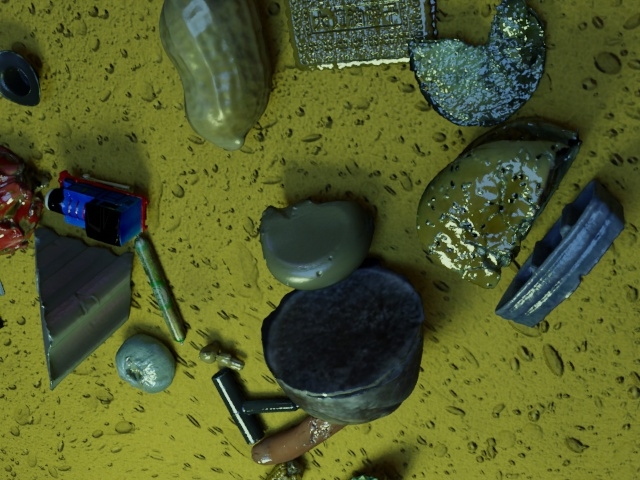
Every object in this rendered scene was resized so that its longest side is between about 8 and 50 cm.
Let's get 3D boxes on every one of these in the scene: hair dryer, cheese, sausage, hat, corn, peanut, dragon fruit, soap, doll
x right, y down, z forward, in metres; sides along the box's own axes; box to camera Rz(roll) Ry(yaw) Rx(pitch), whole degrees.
[{"bbox_3d":[-0.115,0.332,1.795,0.195,0.050,0.173,-22,105,26],"label":"hair dryer"},{"bbox_3d":[0.000,0.000,1.526,0.203,0.091,0.175,-15,70,11],"label":"cheese"},{"bbox_3d":[-0.334,0.104,1.782,0.033,0.033,0.269,-9,111,27],"label":"sausage"},{"bbox_3d":[-0.587,-0.321,1.673,0.121,0.050,0.121,10,123,15],"label":"hat"},{"bbox_3d":[-0.099,0.550,1.877,0.068,0.068,0.207,36,123,4],"label":"corn"},{"bbox_3d":[-0.033,0.402,1.773,0.078,0.078,0.304,49,124,-5],"label":"sausage"},{"bbox_3d":[-0.173,-0.308,1.437,0.174,0.158,0.339,-13,114,6],"label":"peanut"},{"bbox_3d":[-0.674,-0.098,1.772,0.212,0.134,0.262,-22,100,19],"label":"dragon fruit"},{"bbox_3d":[-0.554,0.128,1.740,0.258,0.302,0.158,20,125,16],"label":"soap"},{"bbox_3d":[-0.209,0.252,1.790,0.093,0.051,0.061,38,152,6],"label":"doll"}]

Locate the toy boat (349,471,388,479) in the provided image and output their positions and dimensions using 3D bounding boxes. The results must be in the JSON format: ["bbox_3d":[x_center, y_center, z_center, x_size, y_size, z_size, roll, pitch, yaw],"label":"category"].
[{"bbox_3d":[0.086,0.545,1.780,0.108,0.099,0.293,37,131,4],"label":"toy boat"}]

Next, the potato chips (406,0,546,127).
[{"bbox_3d":[0.252,-0.279,1.331,0.220,0.029,0.202,-34,105,32],"label":"potato chips"}]

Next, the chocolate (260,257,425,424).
[{"bbox_3d":[0.065,0.212,1.539,0.303,0.303,0.213,2,138,23],"label":"chocolate"}]

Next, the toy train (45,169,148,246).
[{"bbox_3d":[-0.446,-0.068,1.688,0.204,0.131,0.082,15,120,16],"label":"toy train"}]

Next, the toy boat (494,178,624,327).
[{"bbox_3d":[0.381,0.033,1.379,0.078,0.127,0.283,31,121,0],"label":"toy boat"}]

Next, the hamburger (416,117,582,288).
[{"bbox_3d":[0.268,-0.072,1.350,0.192,0.167,0.288,26,122,8],"label":"hamburger"}]

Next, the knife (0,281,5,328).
[{"bbox_3d":[-0.767,0.103,1.981,0.060,0.028,0.230,-3,110,12],"label":"knife"}]

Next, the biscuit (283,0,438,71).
[{"bbox_3d":[0.063,-0.362,1.382,0.255,0.029,0.172,0,114,23],"label":"biscuit"}]

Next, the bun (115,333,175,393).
[{"bbox_3d":[-0.385,0.276,1.859,0.141,0.083,0.140,9,118,16],"label":"bun"}]
